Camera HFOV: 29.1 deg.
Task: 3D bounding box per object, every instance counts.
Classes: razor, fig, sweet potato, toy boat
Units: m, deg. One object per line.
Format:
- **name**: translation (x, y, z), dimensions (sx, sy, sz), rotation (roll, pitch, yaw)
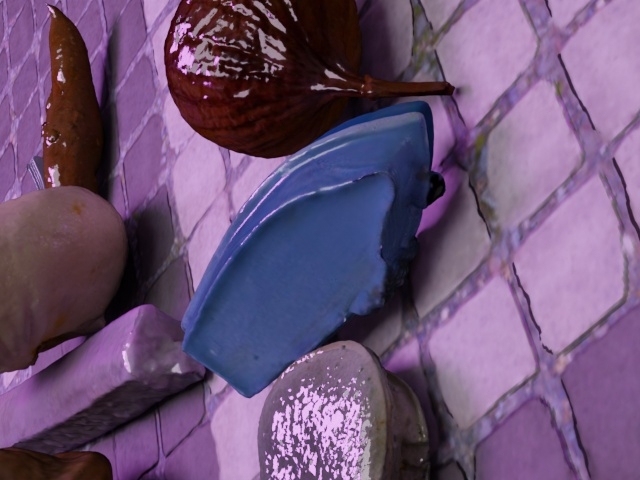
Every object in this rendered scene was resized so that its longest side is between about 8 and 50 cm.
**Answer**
- **razor**: translation (-0.290, -0.007, 1.294), dimensions (0.068, 0.037, 0.191), rotation (-48, 40, 45)
- **fig**: translation (-0.012, -0.108, 0.819), dimensions (0.201, 0.134, 0.146), rotation (39, 122, 46)
- **sweet potato**: translation (-0.250, -0.112, 1.240), dimensions (0.067, 0.067, 0.273), rotation (-29, 64, 50)
- **toy boat**: translation (0.000, 0.000, 0.793), dimensions (0.238, 0.109, 0.098), rotation (-49, 8, 37)

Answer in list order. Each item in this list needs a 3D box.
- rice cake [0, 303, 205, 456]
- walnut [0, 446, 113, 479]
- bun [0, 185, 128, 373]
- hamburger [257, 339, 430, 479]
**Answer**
- **rice cake**: translation (-0.222, 0.140, 1.113), dimensions (0.399, 0.064, 0.070), rotation (-30, 49, 50)
- **walnut**: translation (-0.256, 0.275, 0.972), dimensions (0.283, 0.227, 0.283), rotation (-45, 2, 2)
- **bun**: translation (-0.260, 0.053, 1.097), dimensions (0.127, 0.222, 0.222), rotation (47, 125, 14)
- **hamburger**: translation (0.014, 0.134, 0.748), dimensions (0.133, 0.062, 0.140), rotation (-27, 55, 46)
